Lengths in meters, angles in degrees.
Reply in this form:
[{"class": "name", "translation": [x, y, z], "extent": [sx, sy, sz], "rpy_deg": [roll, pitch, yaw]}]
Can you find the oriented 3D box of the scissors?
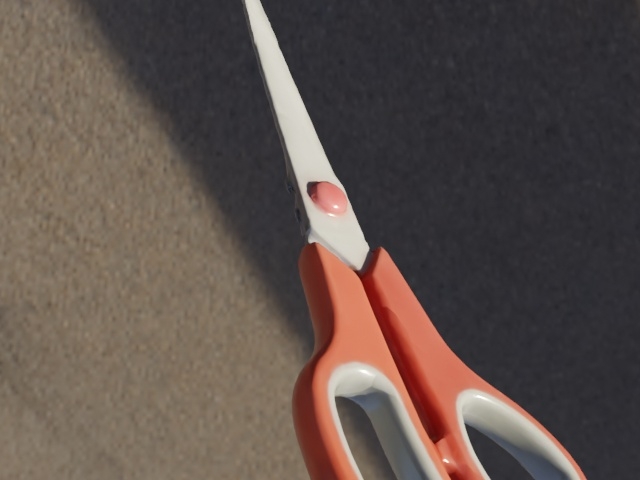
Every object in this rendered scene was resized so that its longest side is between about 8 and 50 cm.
[{"class": "scissors", "translation": [0.000, 0.000, 0.508], "extent": [0.109, 0.297, 0.021], "rpy_deg": [-6, 146, -42]}]
